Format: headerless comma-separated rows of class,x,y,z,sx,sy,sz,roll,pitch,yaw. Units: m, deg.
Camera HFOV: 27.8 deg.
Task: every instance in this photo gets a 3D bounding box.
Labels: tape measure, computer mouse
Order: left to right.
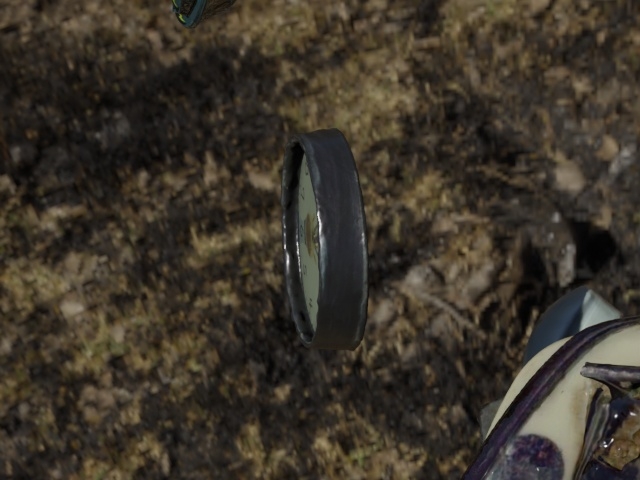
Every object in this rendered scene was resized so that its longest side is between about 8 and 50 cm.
computer mouse,0.267,0.118,1.381,0.079,0.231,0.128,32,80,18
tape measure,0.201,0.163,0.916,0.271,0.133,0.231,-9,58,34

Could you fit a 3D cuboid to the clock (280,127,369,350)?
clock,0.000,0.000,1.055,0.040,0.184,0.184,-5,46,-11

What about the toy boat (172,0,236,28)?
toy boat,-0.102,-0.246,1.073,0.103,0.246,0.093,-12,77,-17
